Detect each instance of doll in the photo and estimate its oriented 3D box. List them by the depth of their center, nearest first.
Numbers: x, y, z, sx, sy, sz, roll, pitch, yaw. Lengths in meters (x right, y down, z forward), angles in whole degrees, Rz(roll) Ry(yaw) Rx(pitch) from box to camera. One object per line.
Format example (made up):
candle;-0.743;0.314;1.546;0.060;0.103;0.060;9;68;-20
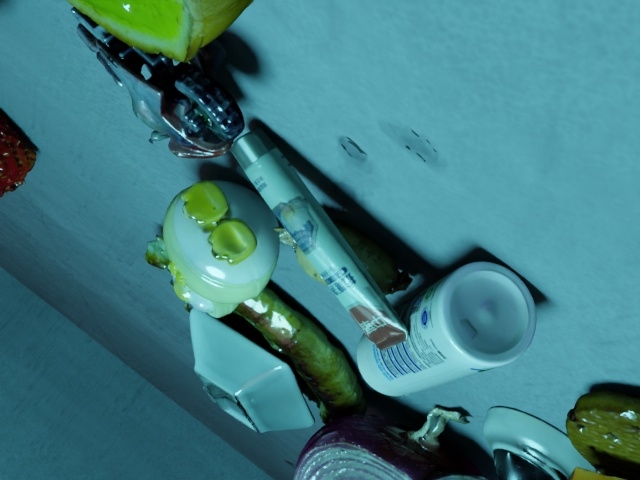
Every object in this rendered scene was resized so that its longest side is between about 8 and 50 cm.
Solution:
doll;-0.127;0.025;0.919;0.141;0.117;0.296;47;150;7

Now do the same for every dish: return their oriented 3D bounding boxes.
dish;0.243;0.270;0.943;0.141;0.078;0.141;30;157;14
dish;-0.117;0.219;1.203;0.182;0.080;0.243;28;155;25

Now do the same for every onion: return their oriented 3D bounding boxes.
onion;0.095;0.359;1.156;0.230;0.272;0.256;29;165;48

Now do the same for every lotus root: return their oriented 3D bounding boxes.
lotus root;0.019;0.017;0.796;0.152;0.063;0.072;26;166;16

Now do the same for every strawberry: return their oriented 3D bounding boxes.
strawberry;-0.531;-0.132;1.187;0.202;0.186;0.184;15;145;-22

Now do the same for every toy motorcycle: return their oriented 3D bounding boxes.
toy motorcycle;-0.139;-0.148;0.689;0.213;0.082;0.122;43;161;15

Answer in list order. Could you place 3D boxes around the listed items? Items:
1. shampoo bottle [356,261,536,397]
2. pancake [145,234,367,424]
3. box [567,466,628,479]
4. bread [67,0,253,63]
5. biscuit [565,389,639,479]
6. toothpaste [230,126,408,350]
shampoo bottle;0.104;0.103;0.800;0.092;0.092;0.303;37;157;0
pancake;-0.096;0.146;1.186;0.305;0.066;0.426;11;148;35
box;0.394;0.342;0.709;0.341;0.143;0.225;5;148;45
bread;-0.146;-0.218;0.520;0.236;0.070;0.236;30;165;9
biscuit;0.331;0.206;0.741;0.212;0.036;0.212;28;156;14
toothpaste;0.000;0.000;0.739;0.239;0.039;0.062;54;150;1
